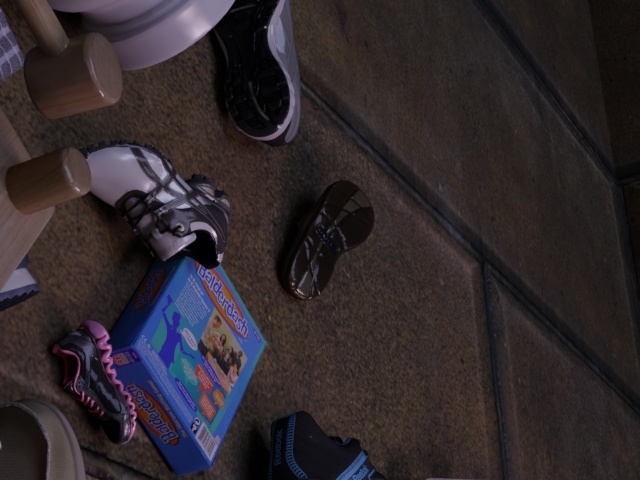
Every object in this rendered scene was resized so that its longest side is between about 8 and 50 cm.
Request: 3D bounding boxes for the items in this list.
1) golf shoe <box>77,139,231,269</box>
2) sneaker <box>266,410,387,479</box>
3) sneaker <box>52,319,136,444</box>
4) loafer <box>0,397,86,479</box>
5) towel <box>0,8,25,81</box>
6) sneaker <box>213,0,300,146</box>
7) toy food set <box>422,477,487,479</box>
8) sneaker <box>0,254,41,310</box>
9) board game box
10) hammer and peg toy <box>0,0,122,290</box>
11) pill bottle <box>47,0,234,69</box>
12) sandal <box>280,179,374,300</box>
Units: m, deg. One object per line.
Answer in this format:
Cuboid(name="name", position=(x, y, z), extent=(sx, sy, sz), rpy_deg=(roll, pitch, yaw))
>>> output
Cuboid(name="golf shoe", position=(-0.165, -0.033, 1.326), extent=(0.198, 0.077, 0.094), rpy_deg=(22, 47, -38))
Cuboid(name="sneaker", position=(0.051, 0.299, 1.555), extent=(0.341, 0.125, 0.139), rpy_deg=(40, 36, -53))
Cuboid(name="sneaker", position=(-0.211, 0.136, 1.223), extent=(0.057, 0.047, 0.119), rpy_deg=(-25, 97, -45))
Cuboid(name="loafer", position=(-0.248, 0.235, 1.006), extent=(0.092, 0.102, 0.268), rpy_deg=(51, 33, -50))
Cuboid(name="towel", position=(-0.355, -0.188, 1.022), extent=(0.235, 0.121, 0.283), rpy_deg=(65, 26, -19))
Cuboid(name="sneaker", position=(-0.077, -0.243, 1.676), extent=(0.108, 0.100, 0.271), rpy_deg=(44, 39, -70))
Cuboid(name="toy food set", position=(0.201, 0.475, 1.789), extent=(0.220, 0.092, 0.306), rpy_deg=(19, 57, -60))
Cuboid(name="sneaker", position=(-0.336, 0.005, 0.976), extent=(0.131, 0.112, 0.319), rpy_deg=(69, 18, 7))
Cuboid(name="board game box", position=(-0.136, 0.112, 1.373), extent=(0.160, 0.047, 0.210), rpy_deg=(61, 28, -23))
Cuboid(name="hammer and peg toy", position=(-0.269, -0.094, 0.875), extent=(0.361, 0.127, 0.266), rpy_deg=(-73, 142, -58))
Cuboid(name="pill bottle", position=(-0.236, -0.350, 1.260), extent=(0.363, 0.210, 0.210), rpy_deg=(54, 31, -36))
Cuboid(name="sandal", position=(0.000, 0.000, 1.719), extent=(0.090, 0.060, 0.219), rpy_deg=(54, 45, -24))
